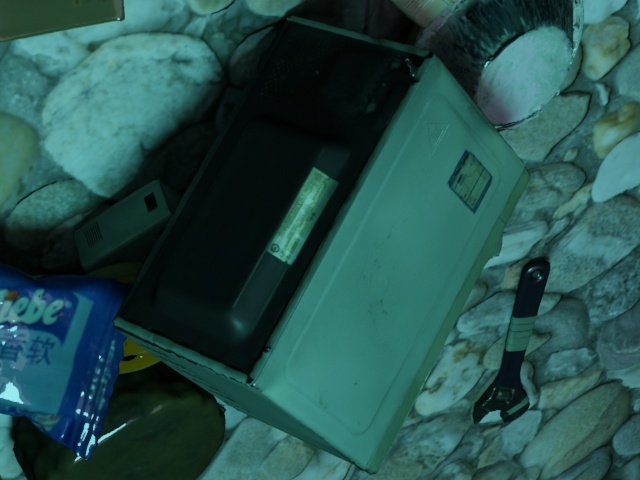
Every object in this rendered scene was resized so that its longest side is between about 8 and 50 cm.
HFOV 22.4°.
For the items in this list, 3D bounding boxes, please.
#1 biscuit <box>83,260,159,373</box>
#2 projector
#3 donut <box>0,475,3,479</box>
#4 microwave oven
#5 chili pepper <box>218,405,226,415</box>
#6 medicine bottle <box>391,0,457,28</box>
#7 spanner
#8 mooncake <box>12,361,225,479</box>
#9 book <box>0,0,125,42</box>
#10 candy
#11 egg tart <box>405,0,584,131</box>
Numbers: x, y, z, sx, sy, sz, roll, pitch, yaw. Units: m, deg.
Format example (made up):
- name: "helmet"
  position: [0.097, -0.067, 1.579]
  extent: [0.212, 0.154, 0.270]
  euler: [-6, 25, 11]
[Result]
- name: "biscuit"
  position: [-0.191, 0.088, 1.647]
  extent: [0.170, 0.050, 0.170]
  euler: [-13, 146, -9]
- name: "projector"
  position: [-0.167, 0.010, 1.653]
  extent: [0.115, 0.061, 0.147]
  euler: [-32, 143, 11]
- name: "donut"
  position: [-0.455, 0.333, 1.551]
  extent: [0.360, 0.170, 0.360]
  euler: [-14, 129, -18]
- name: "microwave oven"
  position: [0.000, 0.000, 1.580]
  extent: [0.286, 0.218, 0.355]
  euler: [41, 74, -51]
- name: "chili pepper"
  position: [-0.143, 0.202, 1.912]
  extent: [0.083, 0.022, 0.027]
  euler: [7, 124, -47]
- name: "medicine bottle"
  position: [0.162, -0.313, 1.535]
  extent: [0.252, 0.114, 0.114]
  euler: [-47, 141, 13]
- name: "spanner"
  position: [0.259, 0.143, 2.164]
  extent: [0.087, 0.024, 0.316]
  euler: [-13, 137, -19]
- name: "mooncake"
  position: [-0.225, 0.214, 1.785]
  extent: [0.228, 0.124, 0.228]
  euler: [-26, 145, -20]
- name: "book"
  position: [-0.306, -0.250, 1.258]
  extent: [0.310, 0.021, 0.217]
  euler: [-14, 117, -26]
- name: "candy"
  position: [-0.340, 0.088, 1.509]
  extent: [0.331, 0.077, 0.187]
  euler: [15, 94, -27]
- name: "egg tart"
  position: [0.192, -0.195, 1.701]
  extent: [0.234, 0.094, 0.234]
  euler: [-20, 137, -20]
